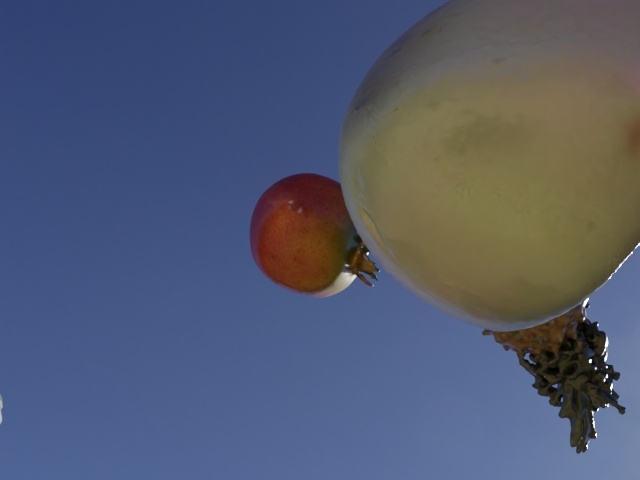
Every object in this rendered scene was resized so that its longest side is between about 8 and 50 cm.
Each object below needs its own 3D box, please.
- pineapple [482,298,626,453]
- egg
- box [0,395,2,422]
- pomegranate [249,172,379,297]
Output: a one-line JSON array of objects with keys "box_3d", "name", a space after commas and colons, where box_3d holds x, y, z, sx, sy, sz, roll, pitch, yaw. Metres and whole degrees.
[{"box_3d": [0.314, 0.134, 1.157, 0.169, 0.169, 0.340, -23, -77, 35], "name": "pineapple"}, {"box_3d": [0.103, -0.068, 0.554, 0.162, 0.206, 0.271, 27, -48, -18], "name": "egg"}, {"box_3d": [-0.343, 0.065, 0.716, 0.129, 0.210, 0.148, -9, -37, -21], "name": "box"}, {"box_3d": [0.000, 0.000, 1.496, 0.257, 0.221, 0.220, 21, -44, 23], "name": "pomegranate"}]
